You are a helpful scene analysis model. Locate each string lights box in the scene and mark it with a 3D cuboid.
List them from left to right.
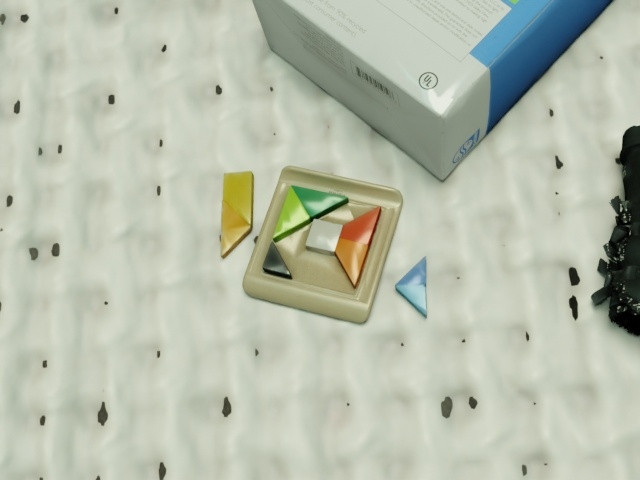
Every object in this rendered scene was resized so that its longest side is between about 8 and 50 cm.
[{"bbox_3d":[0.100,-0.173,0.482,0.133,0.077,0.259,41,80,20],"label":"string lights box"}]

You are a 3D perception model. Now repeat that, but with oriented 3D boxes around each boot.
[{"bbox_3d":[0.190,-0.003,0.423,0.121,0.045,0.099,4,68,17],"label":"boot"}]

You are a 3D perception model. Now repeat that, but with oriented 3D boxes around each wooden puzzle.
[{"bbox_3d":[0.000,0.000,0.467,0.116,0.014,0.078,7,71,10],"label":"wooden puzzle"}]
